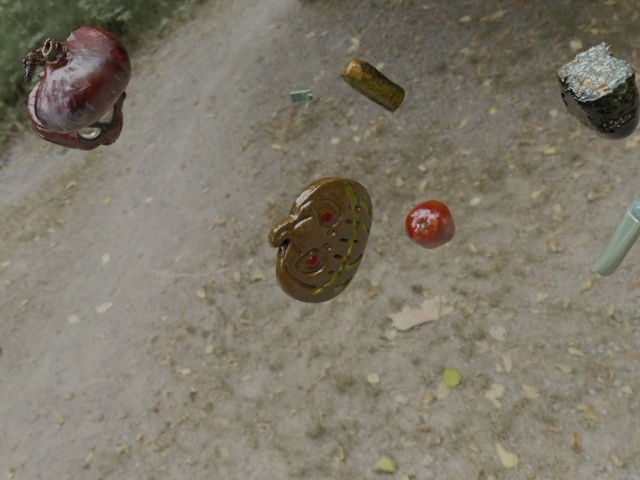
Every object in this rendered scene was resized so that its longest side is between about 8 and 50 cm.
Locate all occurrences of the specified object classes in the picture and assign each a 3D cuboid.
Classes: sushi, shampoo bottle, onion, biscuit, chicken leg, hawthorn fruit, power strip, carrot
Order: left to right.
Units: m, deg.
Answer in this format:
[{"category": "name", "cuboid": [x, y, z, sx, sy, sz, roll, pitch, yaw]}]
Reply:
[{"category": "chicken leg", "cuboid": [-0.516, -0.323, 1.185, 0.021, 0.036, 0.083, -5, 44, 46]}, {"category": "onion", "cuboid": [-0.376, -0.264, 1.070, 0.098, 0.151, 0.205, 18, 69, 16]}, {"category": "power strip", "cuboid": [-0.043, -0.328, 1.490, 0.017, 0.027, 0.083, -31, 21, -27]}, {"category": "biscuit", "cuboid": [0.005, 0.003, 1.955, 0.070, 0.351, 0.394, 28, 110, 50]}, {"category": "carrot", "cuboid": [0.141, -0.416, 1.748, 0.082, 0.173, 0.082, -49, 23, 30]}, {"category": "hawthorn fruit", "cuboid": [0.282, -0.043, 1.718, 0.133, 0.138, 0.132, -2, 83, 16]}, {"category": "sushi", "cuboid": [0.581, -0.311, 1.368, 0.136, 0.126, 0.225, -29, 34, 21]}, {"category": "shampoo bottle", "cuboid": [0.637, -0.008, 1.375, 0.049, 0.212, 0.072, 35, 51, 22]}]

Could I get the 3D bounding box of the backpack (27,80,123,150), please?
[{"category": "backpack", "cuboid": [-0.578, -0.309, 1.552, 0.229, 0.229, 0.139, -52, -7, -27]}]
